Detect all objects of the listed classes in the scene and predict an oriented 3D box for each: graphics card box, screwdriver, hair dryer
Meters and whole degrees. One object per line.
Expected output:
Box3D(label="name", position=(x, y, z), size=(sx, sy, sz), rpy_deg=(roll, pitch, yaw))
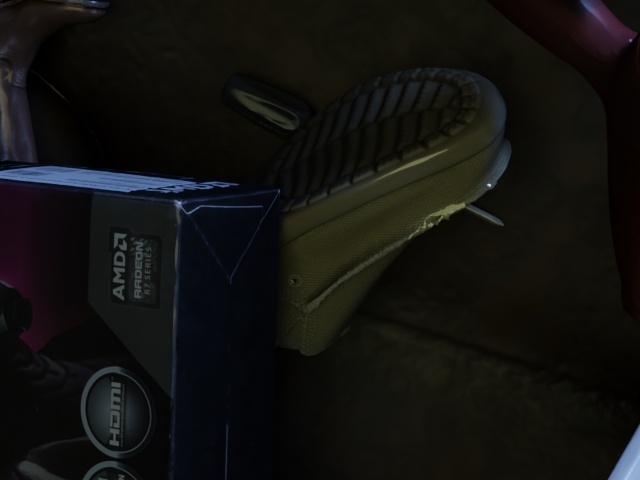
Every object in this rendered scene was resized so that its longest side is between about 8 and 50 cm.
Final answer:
Box3D(label="graphics card box", position=(-0.196, 0.071, 1.027), size=(0.371, 0.094, 0.233), rpy_deg=(8, 98, 31))
Box3D(label="screwdriver", position=(0.024, -0.049, 1.046), size=(0.170, 0.024, 0.025), rpy_deg=(23, 132, 9))
Box3D(label="hair dryer", position=(0.132, -0.095, 0.864), size=(0.080, 0.223, 0.294), rpy_deg=(-23, 105, -18))

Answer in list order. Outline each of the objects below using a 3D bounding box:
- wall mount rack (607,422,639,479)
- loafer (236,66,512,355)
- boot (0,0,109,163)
Box3D(label="wall mount rack", position=(0.255, 0.073, 0.836), size=(0.304, 0.350, 0.130), rpy_deg=(-29, 46, 11))
Box3D(label="loafer", position=(0.000, 0.000, 1.018), size=(0.268, 0.102, 0.092), rpy_deg=(-28, 118, 33))
Box3D(label="boot", position=(-0.162, -0.080, 1.081), size=(0.106, 0.037, 0.114), rpy_deg=(1, 95, 28))
